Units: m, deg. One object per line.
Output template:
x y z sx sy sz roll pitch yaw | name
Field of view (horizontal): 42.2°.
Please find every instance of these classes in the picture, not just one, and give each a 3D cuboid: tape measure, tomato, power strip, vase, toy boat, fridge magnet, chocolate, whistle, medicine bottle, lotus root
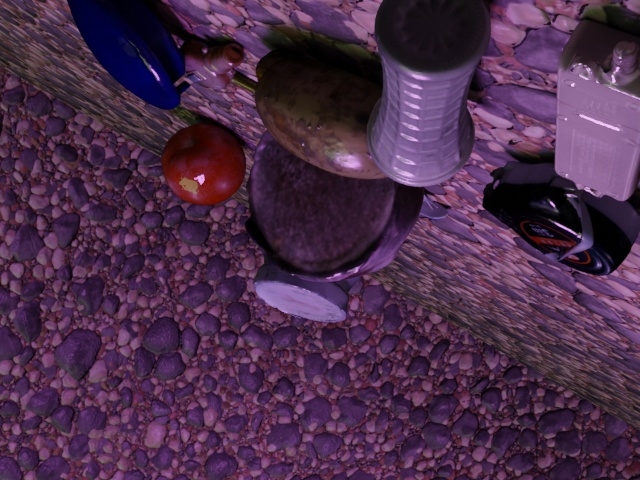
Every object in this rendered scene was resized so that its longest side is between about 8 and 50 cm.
0.340 -0.032 1.132 0.181 0.107 0.182 35 171 -22 | tape measure
-0.290 -0.186 2.074 0.208 0.208 0.184 24 156 37 | tomato
0.295 -0.125 0.853 0.098 0.058 0.338 27 173 20 | power strip
0.119 -0.174 0.933 0.143 0.143 0.299 28 169 10 | vase
0.187 -0.084 1.637 0.149 0.034 0.105 33 170 -33 | toy boat
-0.330 -0.338 1.428 0.265 0.112 0.265 43 168 12 | fridge magnet
0.049 -0.076 1.397 0.303 0.303 0.213 24 -170 34 | chocolate
-0.189 -0.309 1.448 0.107 0.057 0.220 38 167 -25 | whistle
0.000 0.000 1.691 0.245 0.290 0.245 15 158 6 | medicine bottle
0.010 -0.186 1.211 0.309 0.173 0.173 33 177 37 | lotus root

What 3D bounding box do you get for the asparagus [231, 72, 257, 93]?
-0.055 -0.242 1.526 0.248 0.024 0.025 29 -145 -1 | asparagus
